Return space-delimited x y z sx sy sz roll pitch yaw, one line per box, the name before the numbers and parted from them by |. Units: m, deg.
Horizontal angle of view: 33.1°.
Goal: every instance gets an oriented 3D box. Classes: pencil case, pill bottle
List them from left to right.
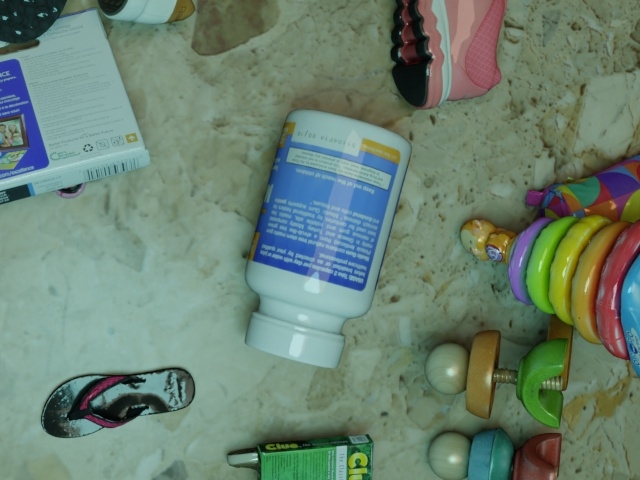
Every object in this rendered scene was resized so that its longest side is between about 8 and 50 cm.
pill bottle | 0.000 0.000 1.228 0.152 0.152 0.272 16 88 -13
pencil case | 0.384 -0.058 1.343 0.236 0.104 0.105 -17 95 -12

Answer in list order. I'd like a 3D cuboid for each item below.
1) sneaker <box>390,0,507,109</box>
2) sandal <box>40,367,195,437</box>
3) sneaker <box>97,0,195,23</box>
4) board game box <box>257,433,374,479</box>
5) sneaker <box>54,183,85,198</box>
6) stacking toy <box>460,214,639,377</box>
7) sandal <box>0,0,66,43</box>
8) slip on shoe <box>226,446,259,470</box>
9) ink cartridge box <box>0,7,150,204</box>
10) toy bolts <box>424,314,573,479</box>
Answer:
sneaker | 0.156 -0.317 1.290 0.136 0.116 0.314 -6 100 -23
sandal | -0.231 0.183 1.236 0.179 0.040 0.067 -11 94 -12
sneaker | -0.195 -0.382 1.215 0.123 0.105 0.290 0 85 -44
board game box | -0.007 0.357 1.271 0.136 0.030 0.260 -1 105 -11
sneaker | -0.315 -0.090 1.201 0.119 0.057 0.047 31 87 -11
stacking toy | 0.280 0.028 1.240 0.166 0.301 0.175 -48 135 -25
sandal | -0.391 -0.412 1.096 0.167 0.107 0.446 -25 122 3
slip on shoe | -0.044 0.267 1.279 0.135 0.051 0.041 2 85 -20
ink cartridge box | -0.314 -0.146 1.183 0.206 0.045 0.208 -16 63 -13
toy bolts | 0.213 0.196 1.304 0.158 0.218 0.229 6 109 15
